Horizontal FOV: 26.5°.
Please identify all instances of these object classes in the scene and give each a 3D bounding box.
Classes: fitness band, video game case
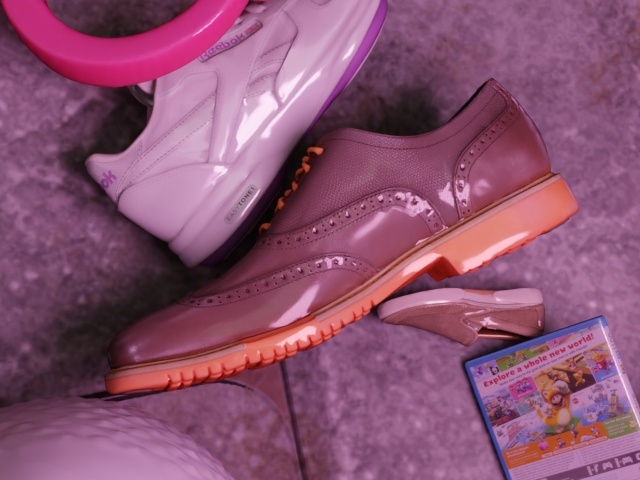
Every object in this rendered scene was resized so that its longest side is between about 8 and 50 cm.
[{"bbox_3d":[-0.137,-0.250,1.013,0.209,0.054,0.290,-3,69,7],"label":"fitness band"},{"bbox_3d":[0.192,0.153,1.043,0.119,0.015,0.166,-23,85,29],"label":"video game case"}]

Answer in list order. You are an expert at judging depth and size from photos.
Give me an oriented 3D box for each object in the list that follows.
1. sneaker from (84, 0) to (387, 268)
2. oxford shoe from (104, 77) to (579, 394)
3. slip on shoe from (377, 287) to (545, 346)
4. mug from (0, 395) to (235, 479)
[{"bbox_3d":[-0.056,-0.135,1.023,0.152,0.114,0.305,34,77,-5],"label":"sneaker"},{"bbox_3d":[0.000,0.000,0.974,0.364,0.130,0.132,-25,89,-16],"label":"oxford shoe"},{"bbox_3d":[0.112,0.062,1.062,0.135,0.051,0.041,0,75,-19],"label":"slip on shoe"},{"bbox_3d":[-0.185,0.194,0.839,0.276,0.328,0.374,-34,89,-14],"label":"mug"}]
